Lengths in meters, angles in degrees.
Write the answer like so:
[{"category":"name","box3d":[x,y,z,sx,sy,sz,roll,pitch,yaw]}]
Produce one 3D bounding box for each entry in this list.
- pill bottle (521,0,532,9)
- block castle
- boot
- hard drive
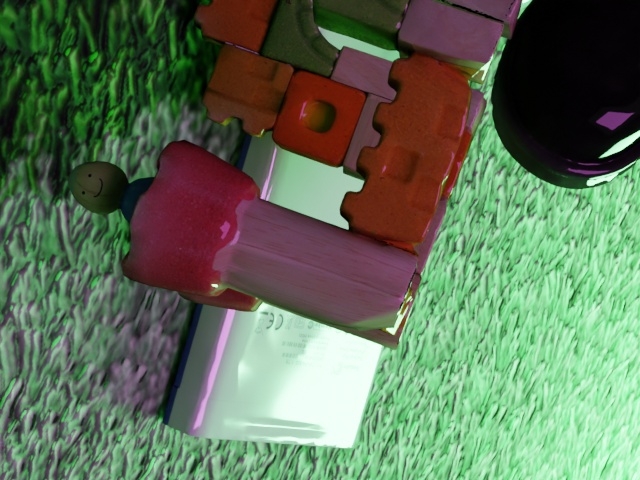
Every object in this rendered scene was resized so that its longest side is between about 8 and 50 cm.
[{"category":"pill bottle","box3d":[0.146,-0.258,1.358,0.245,0.136,0.136,-42,133,-33]},{"category":"block castle","box3d":[0.019,-0.167,1.100,0.303,0.212,0.453,53,56,-84]},{"category":"boot","box3d":[0.246,-0.222,1.208,0.348,0.131,0.260,-58,175,-24]},{"category":"hard drive","box3d":[0.000,0.000,1.362,0.210,0.040,0.319,13,94,-52]}]
